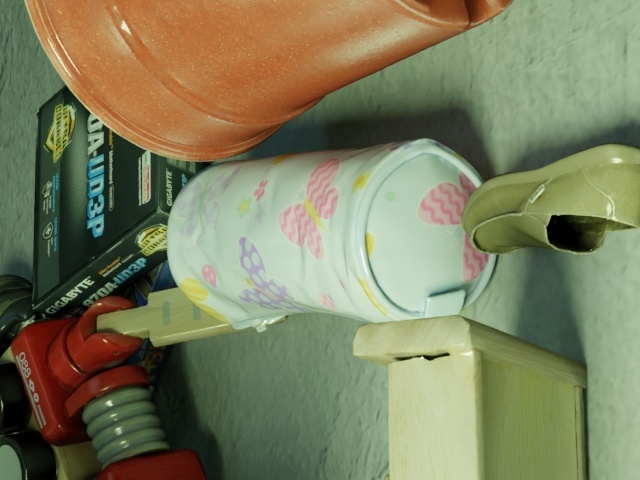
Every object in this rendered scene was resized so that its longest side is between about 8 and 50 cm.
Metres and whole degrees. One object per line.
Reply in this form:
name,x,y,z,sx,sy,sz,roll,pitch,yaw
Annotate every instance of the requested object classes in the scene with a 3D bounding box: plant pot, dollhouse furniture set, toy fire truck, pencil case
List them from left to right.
toy fire truck,-0.132,0.134,1.373,0.246,0.158,0.217,-45,60,45
dollhouse furniture set,-0.056,0.199,1.038,0.394,0.362,0.256,-7,74,28
plant pot,-0.015,-0.208,1.182,0.265,0.272,0.272,-12,71,48
pencil case,0.000,0.000,1.212,0.273,0.113,0.124,-4,79,57

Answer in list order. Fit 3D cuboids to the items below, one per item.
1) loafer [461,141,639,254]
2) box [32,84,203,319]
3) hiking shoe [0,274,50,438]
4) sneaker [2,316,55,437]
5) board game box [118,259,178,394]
loafer,0.136,-0.015,1.053,0.148,0.056,0.050,-28,52,52
box,-0.173,-0.061,1.512,0.175,0.051,0.220,-34,45,35
hiking shoe,-0.308,0.148,1.689,0.114,0.086,0.227,17,95,62
sneaker,-0.267,0.185,1.611,0.130,0.087,0.228,-13,76,49
board game box,-0.176,0.033,1.559,0.201,0.035,0.136,48,122,52
